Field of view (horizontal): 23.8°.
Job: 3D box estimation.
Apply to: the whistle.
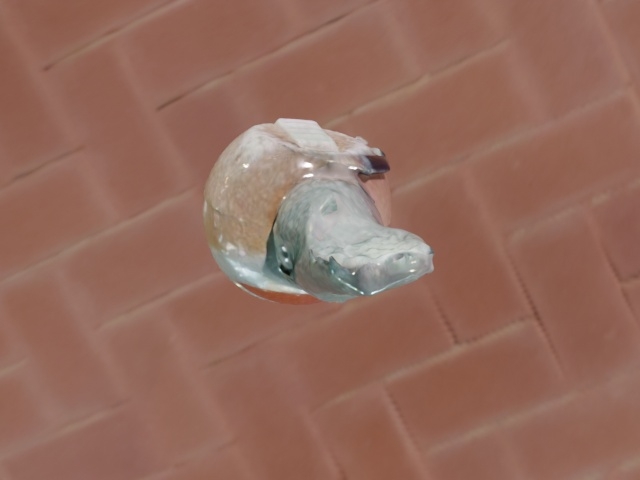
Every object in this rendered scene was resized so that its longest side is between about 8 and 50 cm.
[{"bbox_3d":[0.000,0.000,1.374,0.189,0.348,0.189,-7,110,-20],"label":"whistle"}]
